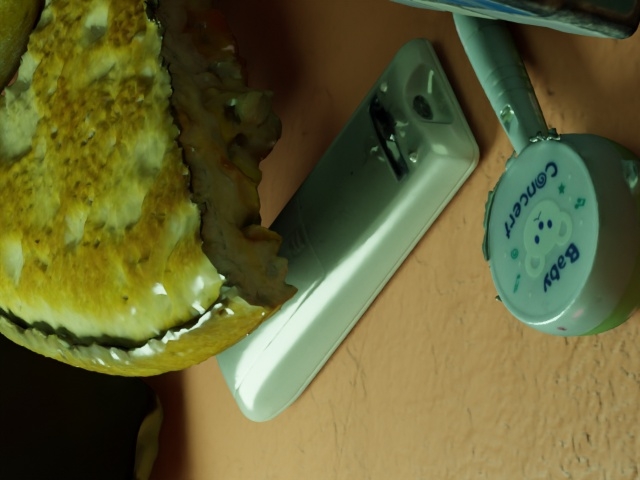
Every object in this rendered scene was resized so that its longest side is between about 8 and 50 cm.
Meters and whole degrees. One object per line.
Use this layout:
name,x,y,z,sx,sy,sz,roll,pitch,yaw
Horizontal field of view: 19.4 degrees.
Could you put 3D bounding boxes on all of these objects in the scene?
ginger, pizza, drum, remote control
ginger,-0.269,0.197,1.602,0.211,0.358,0.413,60,-169,-60
pizza,-0.129,-0.101,1.403,0.440,0.130,0.406,3,83,53
drum,0.135,-0.065,1.095,0.130,0.049,0.253,-41,50,50
remote control,0.000,0.000,1.296,0.313,0.055,0.109,-54,44,40

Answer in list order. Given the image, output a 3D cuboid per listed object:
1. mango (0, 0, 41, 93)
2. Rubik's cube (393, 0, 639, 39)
mango,-0.348,-0.226,1.797,0.316,0.146,0.193,-45,53,33
Rubik's cube,0.024,-0.291,1.046,0.287,0.293,0.292,21,101,57
